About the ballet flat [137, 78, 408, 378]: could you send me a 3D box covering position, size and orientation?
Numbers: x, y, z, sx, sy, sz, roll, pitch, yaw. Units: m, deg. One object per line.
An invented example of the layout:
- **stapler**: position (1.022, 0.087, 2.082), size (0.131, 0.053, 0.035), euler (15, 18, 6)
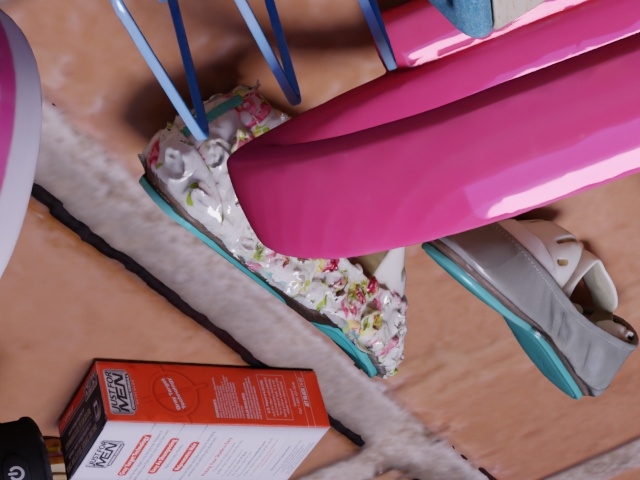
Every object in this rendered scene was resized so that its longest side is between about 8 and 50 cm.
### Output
- **ballet flat**: position (0.000, 0.000, 0.819), size (0.077, 0.091, 0.241), euler (-46, 146, 0)

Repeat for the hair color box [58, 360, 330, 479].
- **hair color box**: position (-0.074, 0.109, 0.970), size (0.141, 0.043, 0.072), euler (5, 141, -29)

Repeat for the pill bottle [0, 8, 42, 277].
- **pill bottle**: position (-0.252, -0.055, 0.563), size (0.283, 0.160, 0.160), euler (21, 132, -41)

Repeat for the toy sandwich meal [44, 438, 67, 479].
- **toy sandwich meal**: position (-0.180, 0.150, 1.002), size (0.085, 0.029, 0.085), euler (-16, 157, -7)

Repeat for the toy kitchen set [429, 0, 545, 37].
- **toy kitchen set**: position (-0.053, -0.132, 0.472), size (0.166, 0.207, 0.122), euler (-33, 147, -11)

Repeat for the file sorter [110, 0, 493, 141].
- **file sorter**: position (0.003, -0.126, 0.615), size (0.170, 0.104, 0.118), euler (-20, 145, 7)

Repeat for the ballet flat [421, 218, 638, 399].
- **ballet flat**: position (0.122, 0.023, 0.923), size (0.068, 0.072, 0.213), euler (-49, 142, -1)

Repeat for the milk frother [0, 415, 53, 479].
- **milk frother**: position (-0.226, 0.142, 0.882), size (0.135, 0.129, 0.143), euler (-2, 137, -25)

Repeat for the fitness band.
- **fitness band**: position (0.101, -0.071, 0.651), size (0.291, 0.209, 0.054), euler (-21, 108, 7)
